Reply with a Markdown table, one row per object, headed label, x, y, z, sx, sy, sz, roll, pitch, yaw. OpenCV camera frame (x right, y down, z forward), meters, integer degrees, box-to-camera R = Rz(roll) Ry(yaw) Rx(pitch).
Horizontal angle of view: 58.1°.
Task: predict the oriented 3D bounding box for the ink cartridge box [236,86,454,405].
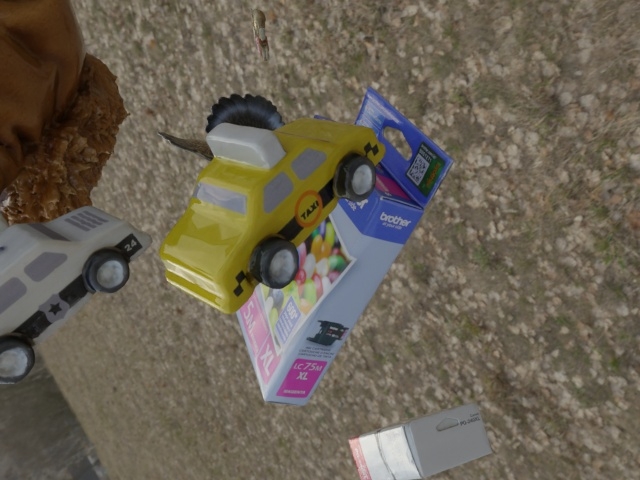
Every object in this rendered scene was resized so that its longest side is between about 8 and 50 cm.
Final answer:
| label | x | y | z | sx | sy | sz | roll | pitch | yaw |
| --- | --- | --- | --- | --- | --- | --- | --- | --- | --- |
| ink cartridge box | 0.000 | 0.000 | 0.618 | 0.311 | 0.065 | 0.186 | -60 | 35 | 23 |

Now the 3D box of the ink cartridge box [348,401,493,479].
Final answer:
| label | x | y | z | sx | sy | sz | roll | pitch | yaw |
| --- | --- | --- | --- | --- | --- | --- | --- | --- | --- |
| ink cartridge box | 0.119 | 0.252 | 0.712 | 0.150 | 0.109 | 0.063 | -46 | 56 | 57 |

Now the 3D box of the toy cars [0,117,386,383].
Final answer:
| label | x | y | z | sx | sy | sz | roll | pitch | yaw |
| --- | --- | --- | --- | --- | --- | --- | --- | --- | --- |
| toy cars | -0.139 | -0.009 | 0.436 | 0.176 | 0.393 | 0.087 | -101 | -12 | -52 |

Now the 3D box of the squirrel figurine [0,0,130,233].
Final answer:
| label | x | y | z | sx | sy | sz | roll | pitch | yaw |
| --- | --- | --- | --- | --- | --- | --- | --- | --- | --- |
| squirrel figurine | -0.387 | -0.119 | 0.680 | 0.397 | 0.281 | 0.371 | 47 | -150 | -59 |

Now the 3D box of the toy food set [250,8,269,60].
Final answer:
| label | x | y | z | sx | sy | sz | roll | pitch | yaw |
| --- | --- | --- | --- | --- | --- | --- | --- | --- | --- |
| toy food set | -0.092 | -0.326 | 0.926 | 0.122 | 0.019 | 0.078 | -109 | 11 | -47 |

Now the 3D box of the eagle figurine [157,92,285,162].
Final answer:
| label | x | y | z | sx | sy | sz | roll | pitch | yaw |
| --- | --- | --- | --- | --- | --- | --- | --- | --- | --- |
| eagle figurine | -0.152 | -0.154 | 1.181 | 0.298 | 0.226 | 0.225 | 57 | 178 | -17 |
